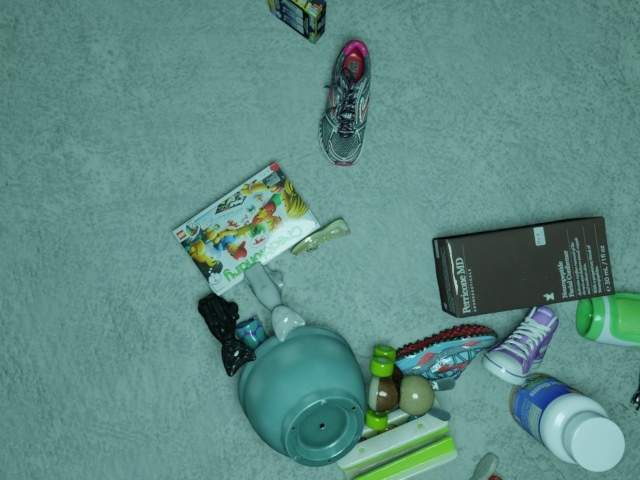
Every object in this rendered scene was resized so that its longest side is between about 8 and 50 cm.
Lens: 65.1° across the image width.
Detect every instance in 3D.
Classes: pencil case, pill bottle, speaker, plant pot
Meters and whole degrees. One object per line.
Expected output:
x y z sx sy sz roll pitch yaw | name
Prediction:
-0.143 0.259 1.221 0.064 0.070 0.151 -29 92 41 | pencil case
0.555 0.410 1.142 0.152 0.272 0.152 0 90 -3 | pill bottle
0.792 0.202 1.209 0.297 0.131 0.131 8 89 7 | speaker
-0.020 0.364 1.106 0.293 0.196 0.293 -7 111 -18 | plant pot

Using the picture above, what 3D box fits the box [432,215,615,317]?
0.481 0.060 1.210 0.382 0.143 0.191 -9 90 0 | box

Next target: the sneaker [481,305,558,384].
0.464 0.223 1.146 0.102 0.282 0.161 30 109 30 | sneaker

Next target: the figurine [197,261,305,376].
-0.154 0.177 1.139 0.215 0.209 0.092 -34 135 -3 | figurine

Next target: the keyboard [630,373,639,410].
0.893 0.344 1.277 0.202 0.033 0.317 8 89 -3 | keyboard

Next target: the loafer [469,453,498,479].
0.409 0.592 1.255 0.039 0.045 0.125 30 95 -19 | loafer

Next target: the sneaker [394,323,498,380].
0.312 0.291 1.230 0.262 0.104 0.125 -20 96 7 | sneaker

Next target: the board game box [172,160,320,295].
-0.178 -0.028 1.226 0.305 0.053 0.193 -35 92 -2 | board game box

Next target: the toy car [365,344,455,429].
0.205 0.341 1.135 0.188 0.149 0.155 6 99 11 | toy car

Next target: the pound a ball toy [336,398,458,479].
0.161 0.524 1.216 0.319 0.135 0.208 -22 116 -2 | pound a ball toy

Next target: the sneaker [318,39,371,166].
0.059 -0.329 1.208 0.121 0.112 0.299 3 90 -2 | sneaker

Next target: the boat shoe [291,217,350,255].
0.000 0.000 1.234 0.153 0.056 0.048 -31 90 -10 | boat shoe

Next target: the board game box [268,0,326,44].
-0.056 -0.548 1.175 0.141 0.170 0.048 37 90 -2 | board game box

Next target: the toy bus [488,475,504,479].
0.422 0.690 1.200 0.202 0.104 0.191 -29 105 -2 | toy bus
